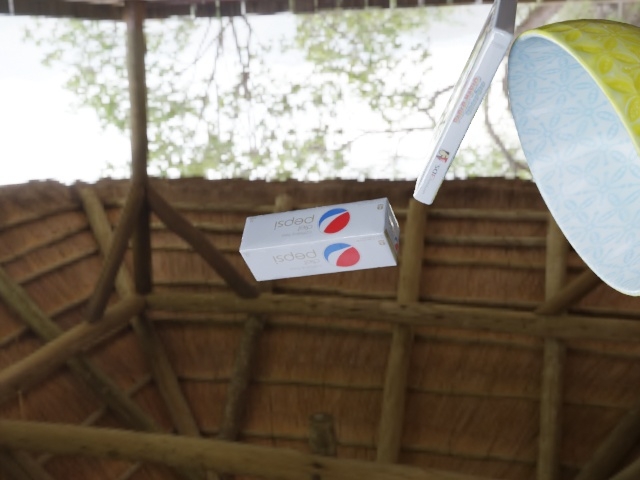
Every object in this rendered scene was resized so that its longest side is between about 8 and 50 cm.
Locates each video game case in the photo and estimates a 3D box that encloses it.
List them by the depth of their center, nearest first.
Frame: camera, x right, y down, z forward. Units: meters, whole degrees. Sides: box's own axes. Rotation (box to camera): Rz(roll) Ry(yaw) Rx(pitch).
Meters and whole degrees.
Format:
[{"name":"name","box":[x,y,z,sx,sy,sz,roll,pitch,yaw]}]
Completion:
[{"name":"video game case","box":[0.170,-0.174,1.017,0.026,0.206,0.227,23,-150,1]}]

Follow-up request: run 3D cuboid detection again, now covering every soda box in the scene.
[{"name":"soda box","box":[0.000,0.000,1.255,0.216,0.074,0.069,-8,-133,18]}]

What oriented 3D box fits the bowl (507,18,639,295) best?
[{"name":"bowl","box":[0.324,-0.104,0.885,0.156,0.289,0.289,-23,-166,-3]}]
